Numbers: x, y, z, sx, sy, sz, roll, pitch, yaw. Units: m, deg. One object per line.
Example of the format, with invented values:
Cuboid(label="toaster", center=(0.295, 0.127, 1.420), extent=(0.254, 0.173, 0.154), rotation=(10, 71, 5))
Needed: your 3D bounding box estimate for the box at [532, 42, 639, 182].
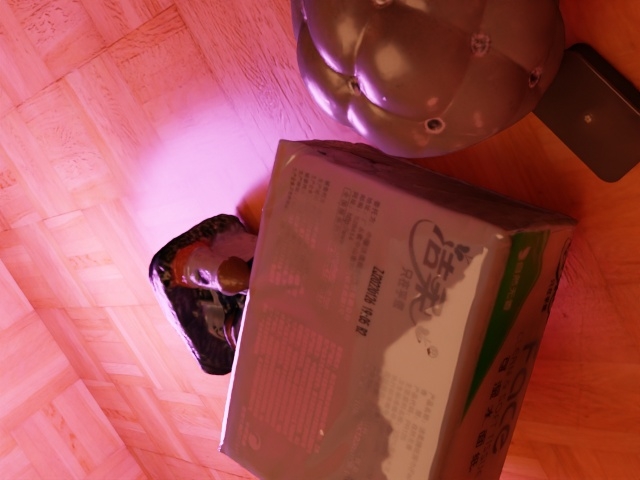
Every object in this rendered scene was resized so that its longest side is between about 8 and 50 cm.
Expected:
Cuboid(label="box", center=(0.263, -0.123, 0.859), extent=(0.126, 0.031, 0.091), rotation=(46, 148, 10))

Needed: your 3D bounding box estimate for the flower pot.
Cuboid(label="flower pot", center=(0.097, -0.191, 0.809), extent=(0.246, 0.246, 0.195), rotation=(1, 123, 52))

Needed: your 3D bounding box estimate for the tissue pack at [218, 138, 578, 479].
Cuboid(label="tissue pack", center=(0.076, 0.116, 1.045), extent=(0.331, 0.205, 0.405), rotation=(24, 108, 34))

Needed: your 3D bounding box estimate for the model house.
Cuboid(label="model house", center=(-0.091, 0.099, 1.409), extent=(0.291, 0.184, 0.253), rotation=(6, 125, 45))
